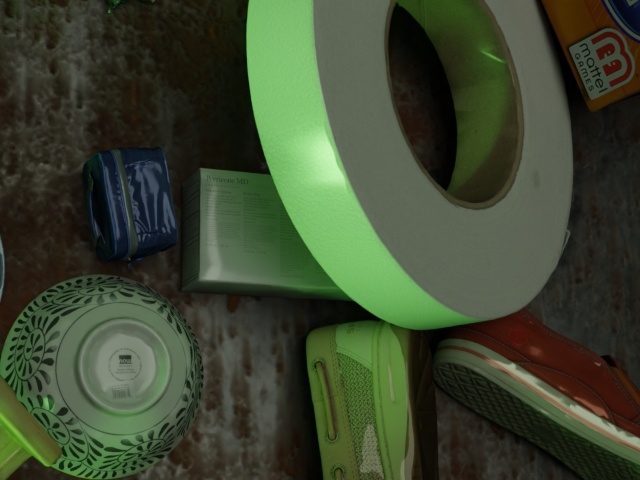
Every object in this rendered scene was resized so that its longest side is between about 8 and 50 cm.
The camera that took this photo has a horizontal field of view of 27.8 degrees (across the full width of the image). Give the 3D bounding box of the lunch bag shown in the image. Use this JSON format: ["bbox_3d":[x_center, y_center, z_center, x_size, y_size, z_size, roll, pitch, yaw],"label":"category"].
[{"bbox_3d":[-0.161,-0.026,1.065,0.065,0.067,0.098,-8,83,-23],"label":"lunch bag"}]

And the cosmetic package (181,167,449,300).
[{"bbox_3d":[0.000,0.000,1.129,0.239,0.060,0.099,5,78,-22],"label":"cosmetic package"}]

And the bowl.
[{"bbox_3d":[-0.165,0.103,1.030,0.170,0.080,0.170,5,77,-21],"label":"bowl"}]

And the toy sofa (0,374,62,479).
[{"bbox_3d":[-0.375,0.193,0.883,0.362,0.177,0.150,-45,126,-18],"label":"toy sofa"}]

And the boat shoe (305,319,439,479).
[{"bbox_3d":[0.042,0.236,1.080,0.110,0.121,0.341,-6,73,16],"label":"boat shoe"}]

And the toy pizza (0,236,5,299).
[{"bbox_3d":[-0.347,0.021,0.998,0.201,0.032,0.201,5,77,-23],"label":"toy pizza"}]

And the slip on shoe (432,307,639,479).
[{"bbox_3d":[0.256,0.156,1.175,0.331,0.123,0.101,32,65,-8],"label":"slip on shoe"}]

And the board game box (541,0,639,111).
[{"bbox_3d":[0.402,-0.373,1.166,0.356,0.356,0.356,-22,88,-42],"label":"board game box"}]

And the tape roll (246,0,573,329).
[{"bbox_3d":[0.091,-0.120,1.083,0.392,0.072,0.392,18,67,-49],"label":"tape roll"}]

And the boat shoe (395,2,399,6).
[{"bbox_3d":[-0.047,-0.284,1.155,0.301,0.108,0.102,32,101,-26],"label":"boat shoe"}]

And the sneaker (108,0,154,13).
[{"bbox_3d":[-0.185,-0.229,1.114,0.098,0.038,0.069,7,76,-21],"label":"sneaker"}]
